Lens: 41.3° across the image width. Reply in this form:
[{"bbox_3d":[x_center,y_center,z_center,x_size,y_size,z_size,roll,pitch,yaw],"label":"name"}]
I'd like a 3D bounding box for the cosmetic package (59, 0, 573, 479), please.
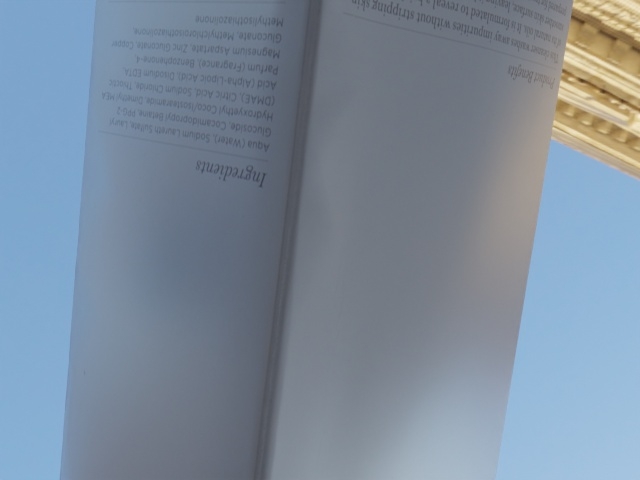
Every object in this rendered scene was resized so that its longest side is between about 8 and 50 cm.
[{"bbox_3d":[0.000,0.000,0.449,0.217,0.156,0.385,0,-78,-49],"label":"cosmetic package"}]
